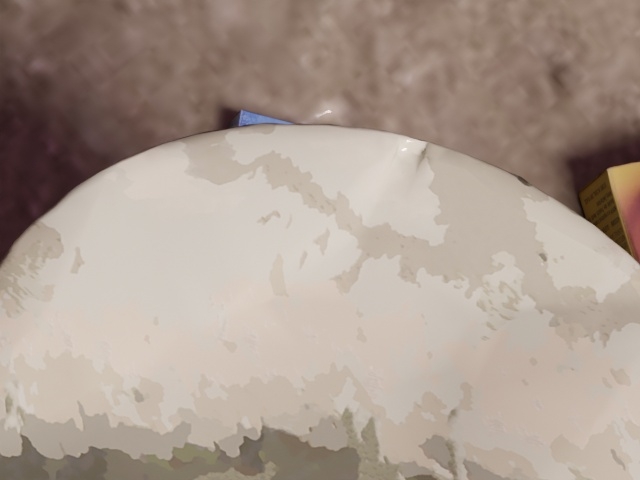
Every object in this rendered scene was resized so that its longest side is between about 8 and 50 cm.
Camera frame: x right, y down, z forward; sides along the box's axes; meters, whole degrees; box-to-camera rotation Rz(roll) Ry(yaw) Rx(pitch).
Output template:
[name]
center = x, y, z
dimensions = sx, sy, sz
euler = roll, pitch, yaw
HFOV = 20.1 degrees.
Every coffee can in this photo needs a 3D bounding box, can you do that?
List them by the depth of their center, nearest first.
[coffee can]
center = -0.018, 0.129, 0.531
dimensions = 0.201, 0.275, 0.201
euler = 8, 49, -10

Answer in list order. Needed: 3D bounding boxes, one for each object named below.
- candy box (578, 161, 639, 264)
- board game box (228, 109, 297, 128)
[candy box]
center = 0.192, 0.049, 0.770
dimensions = 0.109, 0.053, 0.187
euler = -14, 81, -11
[board game box]
center = 0.000, 0.000, 0.744
dimensions = 0.090, 0.020, 0.090
euler = 13, 71, -14
